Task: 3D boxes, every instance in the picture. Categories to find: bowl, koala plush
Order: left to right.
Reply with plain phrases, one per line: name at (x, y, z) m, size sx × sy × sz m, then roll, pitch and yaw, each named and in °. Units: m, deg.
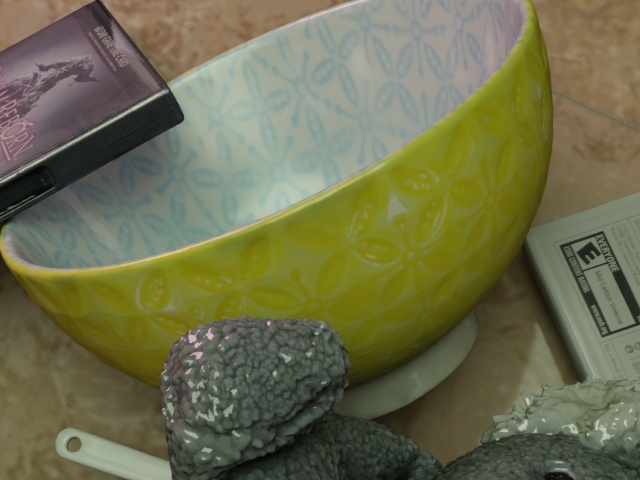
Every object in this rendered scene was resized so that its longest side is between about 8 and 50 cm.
bowl at (0.000, 0.000, 0.805) m, size 0.289 × 0.289 × 0.156 m, roll -28°, pitch 112°, yaw -5°
koala plush at (0.053, 0.139, 0.681) m, size 0.221 × 0.203 × 0.196 m, roll -7°, pitch 68°, yaw -3°

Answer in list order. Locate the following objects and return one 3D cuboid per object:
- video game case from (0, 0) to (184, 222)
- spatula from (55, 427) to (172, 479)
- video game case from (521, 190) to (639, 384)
video game case at (-0.219, -0.037, 0.865) m, size 0.274 × 0.026 × 0.196 m, roll -31°, pitch 28°, yaw -5°
spatula at (-0.045, 0.192, 0.778) m, size 0.242 × 0.019 × 0.168 m, roll 16°, pitch 73°, yaw 11°
video game case at (0.243, 0.062, 0.826) m, size 0.206 × 0.026 × 0.227 m, roll -18°, pitch 64°, yaw -6°
